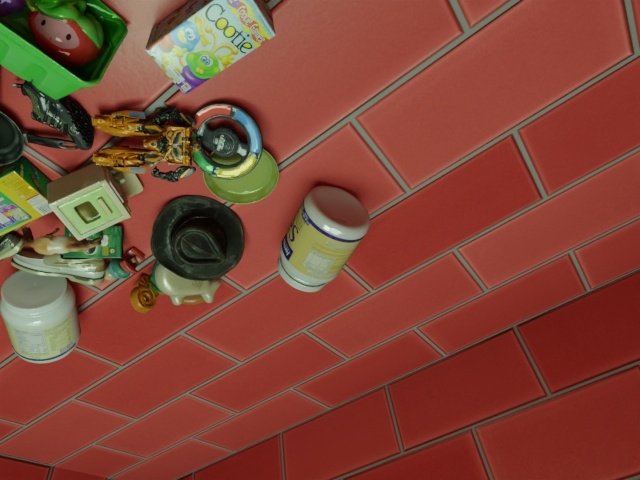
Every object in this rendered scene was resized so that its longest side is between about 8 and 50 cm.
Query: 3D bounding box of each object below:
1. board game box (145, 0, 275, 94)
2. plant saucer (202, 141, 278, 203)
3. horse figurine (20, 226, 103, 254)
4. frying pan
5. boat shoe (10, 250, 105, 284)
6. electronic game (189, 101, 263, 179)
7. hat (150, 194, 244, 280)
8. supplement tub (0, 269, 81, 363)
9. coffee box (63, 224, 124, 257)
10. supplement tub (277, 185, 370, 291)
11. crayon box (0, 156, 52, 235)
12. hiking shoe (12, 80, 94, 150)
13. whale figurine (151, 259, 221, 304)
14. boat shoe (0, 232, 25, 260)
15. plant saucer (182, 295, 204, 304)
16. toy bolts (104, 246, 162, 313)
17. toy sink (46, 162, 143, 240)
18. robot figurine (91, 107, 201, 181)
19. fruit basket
[{"bbox_3d":[-0.264,-0.510,1.109,0.275,0.144,0.142,-26,134,16],"label":"board game box"},{"bbox_3d":[-0.256,-0.222,1.472,0.240,0.037,0.241,-5,134,-6],"label":"plant saucer"},{"bbox_3d":[-0.811,0.001,1.433,0.263,0.174,0.066,1,107,-13],"label":"horse figurine"},{"bbox_3d":[-0.866,-0.312,1.258,0.325,0.053,0.197,-13,135,1],"label":"frying pan"},{"bbox_3d":[-0.913,0.070,1.601,0.302,0.113,0.104,13,104,-13],"label":"boat shoe"},{"bbox_3d":[-0.284,-0.291,1.347,0.229,0.048,0.230,1,116,2],"label":"electronic game"},{"bbox_3d":[-0.400,0.013,1.542,0.331,0.134,0.332,-8,110,-22],"label":"hat"},{"bbox_3d":[-1.028,0.274,1.679,0.235,0.236,0.325,5,133,-16],"label":"supplement tub"},{"bbox_3d":[-0.773,0.005,1.554,0.184,0.113,0.040,0,177,-12],"label":"coffee box"},{"bbox_3d":[0.000,0.000,1.597,0.240,0.241,0.331,13,130,-22],"label":"supplement tub"},{"bbox_3d":[-0.970,-0.125,1.402,0.278,0.081,0.165,-21,134,11],"label":"crayon box"},{"bbox_3d":[-0.720,-0.343,1.245,0.114,0.086,0.227,-13,127,14],"label":"hiking shoe"},{"bbox_3d":[-0.505,0.138,1.706,0.141,0.216,0.272,8,160,43],"label":"whale figurine"},{"bbox_3d":[-1.113,0.038,1.545,0.223,0.080,0.073,-26,128,8],"label":"boat shoe"},{"bbox_3d":[-0.527,0.198,1.838,0.199,0.037,0.200,-5,135,-5],"label":"plant saucer"},{"bbox_3d":[-0.701,0.165,1.675,0.158,0.218,0.229,-24,116,22],"label":"toy bolts"},{"bbox_3d":[-0.663,-0.132,1.369,0.234,0.131,0.153,-27,136,-11],"label":"toy sink"},{"bbox_3d":[-0.487,-0.273,1.290,0.290,0.085,0.211,3,102,-2],"label":"robot figurine"},{"bbox_3d":[-0.587,-0.538,0.960,0.391,0.283,0.392,5,147,3],"label":"fruit basket"}]
